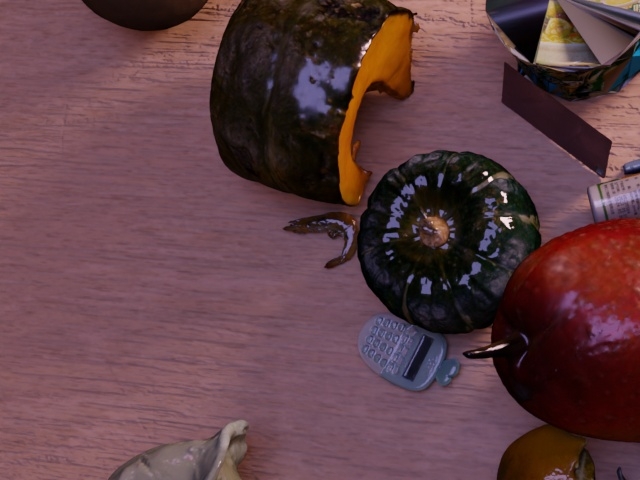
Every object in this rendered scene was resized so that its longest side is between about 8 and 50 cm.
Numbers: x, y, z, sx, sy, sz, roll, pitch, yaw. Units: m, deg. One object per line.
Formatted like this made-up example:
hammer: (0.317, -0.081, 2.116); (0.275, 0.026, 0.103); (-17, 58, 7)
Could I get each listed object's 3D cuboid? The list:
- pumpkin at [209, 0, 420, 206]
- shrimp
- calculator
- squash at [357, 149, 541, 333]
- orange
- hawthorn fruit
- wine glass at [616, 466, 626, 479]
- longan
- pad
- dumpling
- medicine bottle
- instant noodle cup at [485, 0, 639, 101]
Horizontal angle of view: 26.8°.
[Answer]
pumpkin: (-0.010, -0.215, 1.876); (0.225, 0.256, 0.303); (12, 65, 21)
shrimp: (0.000, 0.000, 1.940); (0.114, 0.023, 0.083); (-2, 79, 11)
calculator: (0.122, 0.156, 1.869); (0.153, 0.021, 0.095); (25, 84, 20)
squash: (0.173, 0.000, 1.817); (0.252, 0.165, 0.252); (-3, 78, 15)
orange: (0.282, 0.304, 1.708); (0.112, 0.170, 0.160); (6, 45, -2)
hawthorn fruit: (0.339, 0.117, 1.650); (0.369, 0.285, 0.285); (-2, 73, -23)
wine glass: (0.488, 0.295, 1.694); (0.222, 0.103, 0.103); (-24, 72, 9)
longan: (-0.257, -0.440, 2.009); (0.258, 0.258, 0.258); (-4, 76, 14)
pad: (0.323, -0.165, 1.847); (0.188, 0.113, 0.006); (40, 76, 20)
dumpling: (-0.191, 0.401, 1.809); (0.270, 0.211, 0.321); (3, 91, 52)
medicine bottle: (0.471, -0.083, 1.817); (0.220, 0.061, 0.092); (-14, 54, 11)
instant noodle cup: (0.349, -0.305, 1.838); (0.240, 0.178, 0.240); (-4, 76, 14)
